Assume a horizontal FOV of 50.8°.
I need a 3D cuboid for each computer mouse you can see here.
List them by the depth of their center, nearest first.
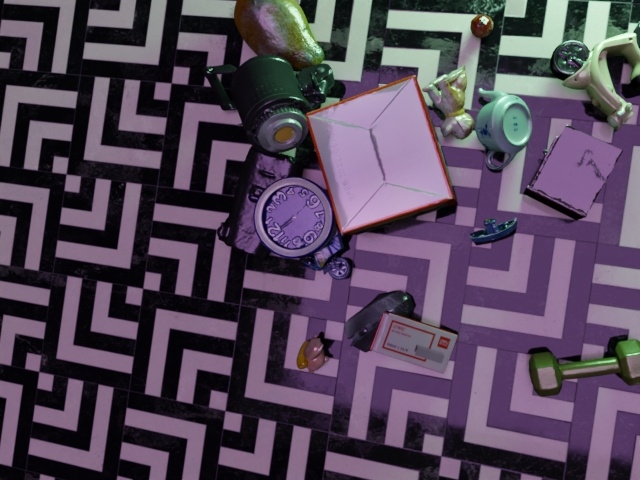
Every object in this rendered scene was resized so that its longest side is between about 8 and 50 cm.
[{"bbox_3d":[0.167,0.232,1.955,0.231,0.071,0.126,-37,81,11],"label":"computer mouse"}]

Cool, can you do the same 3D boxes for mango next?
[{"bbox_3d":[-0.125,-0.628,2.017,0.316,0.146,0.193,45,100,-4],"label":"mango"}]

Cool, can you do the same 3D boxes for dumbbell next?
[{"bbox_3d":[0.715,0.342,1.802,0.302,0.121,0.108,-10,57,13],"label":"dumbbell"}]

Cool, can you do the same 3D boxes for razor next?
[{"bbox_3d":[-0.180,-0.114,2.028,0.189,0.107,0.326,22,94,11],"label":"razor"}]

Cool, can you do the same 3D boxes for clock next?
[{"bbox_3d":[0.833,-0.454,1.794,0.379,0.120,0.276,-20,79,12],"label":"clock"},{"bbox_3d":[-0.071,-0.065,1.916,0.231,0.083,0.230,0,92,10],"label":"clock"}]

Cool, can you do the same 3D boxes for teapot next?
[{"bbox_3d":[0.490,-0.312,1.867,0.159,0.159,0.231,-6,98,13],"label":"teapot"}]

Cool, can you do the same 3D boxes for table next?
[{"bbox_3d":[0.663,-0.180,1.797,0.173,0.169,0.193,30,96,12],"label":"table"}]

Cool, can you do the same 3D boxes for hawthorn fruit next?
[{"bbox_3d":[0.455,-0.607,1.892,0.067,0.103,0.066,0,94,6],"label":"hawthorn fruit"}]

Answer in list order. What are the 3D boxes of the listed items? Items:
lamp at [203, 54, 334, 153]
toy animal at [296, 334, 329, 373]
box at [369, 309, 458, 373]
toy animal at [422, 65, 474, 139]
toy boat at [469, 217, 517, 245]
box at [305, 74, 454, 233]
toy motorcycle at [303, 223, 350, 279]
[{"bbox_3d":[-0.148,-0.382,1.936,0.375,0.205,0.272,-6,55,11],"label":"lamp"},{"bbox_3d":[-0.016,0.336,2.000,0.082,0.091,0.114,31,110,-15],"label":"toy animal"},{"bbox_3d":[0.260,0.285,1.901,0.230,0.050,0.122,20,92,-10],"label":"box"},{"bbox_3d":[0.396,-0.389,1.908,0.104,0.184,0.185,-17,106,52],"label":"toy animal"},{"bbox_3d":[0.485,-0.031,1.891,0.137,0.060,0.060,-15,107,16],"label":"toy boat"},{"bbox_3d":[0.177,-0.221,1.871,0.319,0.257,0.348,-19,85,14],"label":"box"},{"bbox_3d":[0.000,0.000,1.991,0.136,0.092,0.254,-15,87,14],"label":"toy motorcycle"}]
